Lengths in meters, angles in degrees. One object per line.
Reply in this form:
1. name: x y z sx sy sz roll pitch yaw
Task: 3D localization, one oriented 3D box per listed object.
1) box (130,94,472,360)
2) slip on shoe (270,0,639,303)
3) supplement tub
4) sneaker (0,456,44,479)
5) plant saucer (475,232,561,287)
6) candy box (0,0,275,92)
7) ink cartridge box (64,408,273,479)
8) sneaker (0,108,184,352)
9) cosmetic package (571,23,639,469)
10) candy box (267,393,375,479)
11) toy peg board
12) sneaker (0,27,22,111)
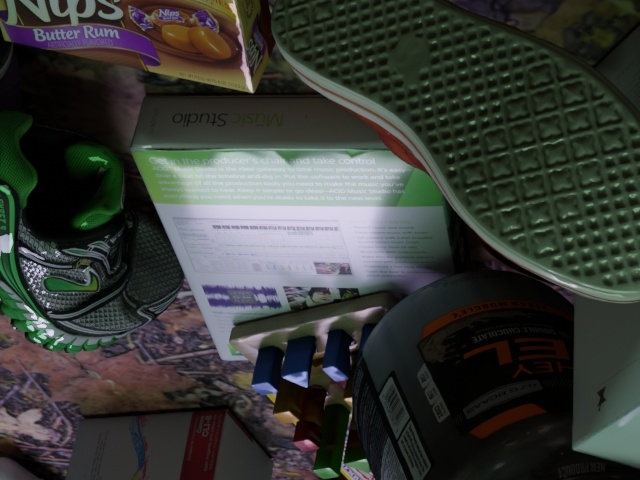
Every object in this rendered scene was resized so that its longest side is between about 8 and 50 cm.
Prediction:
1. box: 0.000 0.000 1.351 0.232 0.058 0.322 1 148 12
2. slip on shoe: 0.105 -0.072 1.052 0.331 0.123 0.101 38 -179 33
3. supplement tub: 0.148 0.174 1.207 0.207 0.338 0.207 -4 113 -9
4. sneaker: -0.298 0.308 1.887 0.086 0.085 0.237 -27 136 5
5. plant saucer: 0.201 0.002 1.264 0.200 0.037 0.200 15 166 4
6. candy box: -0.128 -0.165 1.100 0.186 0.053 0.109 13 149 13
7. ink cartridge box: -0.159 0.260 1.720 0.176 0.127 0.128 -6 145 22
8. sneaker: -0.190 -0.003 1.267 0.146 0.134 0.343 -14 162 21
9. cosmetic package: 0.282 -0.059 0.978 0.097 0.284 0.377 19 146 -17
10. candy box: 0.038 0.183 1.561 0.206 0.027 0.105 46 144 1
11. toy peg board: 0.027 0.131 1.417 0.161 0.079 0.160 -15 139 32
12. sneaker: -0.359 -0.118 1.216 0.283 0.107 0.124 8 153 1
